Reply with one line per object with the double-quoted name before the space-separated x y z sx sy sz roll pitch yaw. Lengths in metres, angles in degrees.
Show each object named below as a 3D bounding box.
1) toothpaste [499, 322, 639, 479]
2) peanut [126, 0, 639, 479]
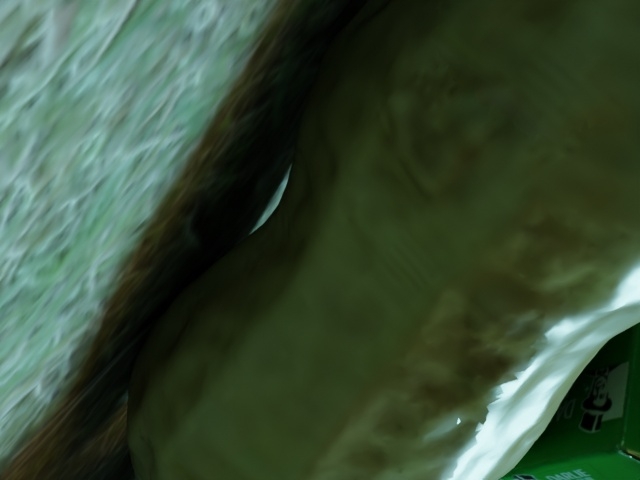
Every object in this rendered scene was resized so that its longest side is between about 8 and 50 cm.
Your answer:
"toothpaste" 0.118 -0.040 0.571 0.065 0.050 0.266 -23 -132 53
"peanut" 0.036 0.004 0.482 0.290 0.130 0.130 -49 175 33
